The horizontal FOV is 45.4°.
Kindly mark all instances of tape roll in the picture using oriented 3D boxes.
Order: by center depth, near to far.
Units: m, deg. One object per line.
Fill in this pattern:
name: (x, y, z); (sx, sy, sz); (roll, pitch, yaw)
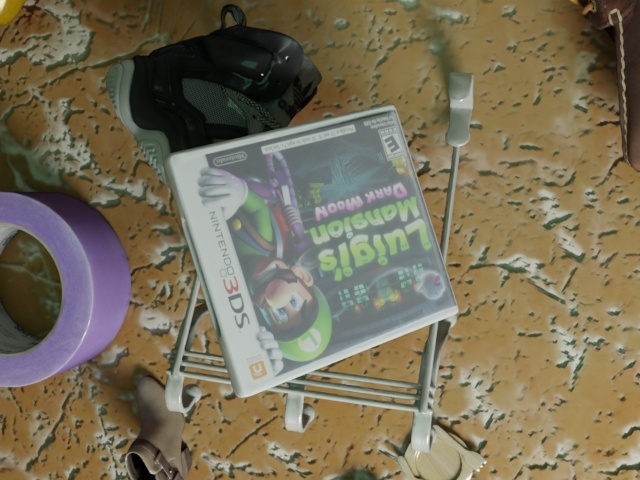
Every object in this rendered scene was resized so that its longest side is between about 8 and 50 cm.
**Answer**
tape roll: (-0.293, 0.045, 0.765); (0.189, 0.080, 0.189); (1, 94, 12)

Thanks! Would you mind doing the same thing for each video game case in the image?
video game case: (0.000, 0.000, 0.561); (0.190, 0.022, 0.173); (-17, 90, -27)

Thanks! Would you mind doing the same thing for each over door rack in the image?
over door rack: (0.007, 0.008, 0.693); (0.239, 0.108, 0.324); (6, 80, 12)

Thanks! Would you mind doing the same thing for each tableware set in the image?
tableware set: (0.098, 0.267, 0.721); (0.168, 0.020, 0.141); (-38, 85, 12)

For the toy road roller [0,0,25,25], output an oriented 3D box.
toy road roller: (-0.395, -0.340, 0.732); (0.202, 0.240, 0.329); (-54, 44, 10)

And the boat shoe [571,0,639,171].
boat shoe: (0.261, -0.221, 0.621); (0.123, 0.123, 0.342); (6, 99, 42)

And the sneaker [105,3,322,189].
sneaker: (-0.048, -0.072, 0.613); (0.153, 0.101, 0.268); (-36, 76, -1)

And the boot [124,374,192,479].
boot: (-0.163, 0.194, 0.740); (0.042, 0.087, 0.118); (-30, 86, 14)
